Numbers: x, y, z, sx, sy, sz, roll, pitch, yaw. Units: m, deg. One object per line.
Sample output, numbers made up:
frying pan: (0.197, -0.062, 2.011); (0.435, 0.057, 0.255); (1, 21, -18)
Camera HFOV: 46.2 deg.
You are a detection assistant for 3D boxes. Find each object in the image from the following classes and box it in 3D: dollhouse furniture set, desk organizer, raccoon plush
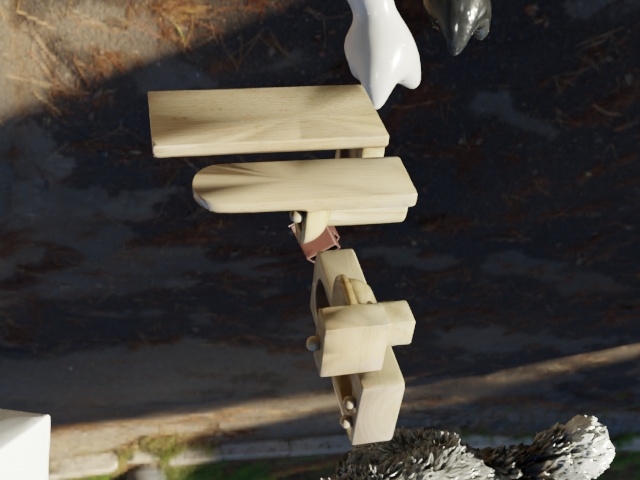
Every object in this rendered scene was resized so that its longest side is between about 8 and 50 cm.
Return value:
dollhouse furniture set: (-0.027, 0.016, 0.420); (0.123, 0.144, 0.151); (-4, 130, -13)
desk organizer: (0.000, 0.000, 1.008); (0.047, 0.050, 0.130); (-28, 170, 5)
raccoon plush: (0.132, 0.316, 0.936); (0.446, 0.216, 0.299); (-37, 162, 11)

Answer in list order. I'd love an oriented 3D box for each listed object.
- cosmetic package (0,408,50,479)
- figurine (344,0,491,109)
cosmetic package: (-0.400, 0.239, 0.669); (0.225, 0.138, 0.224); (5, -173, 7)
figurine: (0.076, -0.240, 0.645); (0.092, 0.215, 0.209); (10, 128, 41)
